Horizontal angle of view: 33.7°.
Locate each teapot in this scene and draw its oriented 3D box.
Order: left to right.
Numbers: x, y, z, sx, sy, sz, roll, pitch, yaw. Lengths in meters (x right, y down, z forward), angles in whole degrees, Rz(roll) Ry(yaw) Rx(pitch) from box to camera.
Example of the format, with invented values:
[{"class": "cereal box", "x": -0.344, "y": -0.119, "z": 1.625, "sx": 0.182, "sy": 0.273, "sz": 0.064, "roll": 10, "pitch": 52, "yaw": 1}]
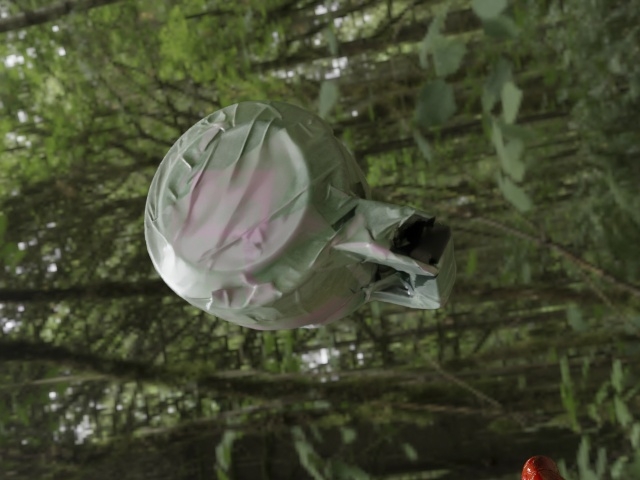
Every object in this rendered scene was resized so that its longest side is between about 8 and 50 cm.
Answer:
[{"class": "teapot", "x": -0.004, "y": -0.013, "z": 0.819, "sx": 0.178, "sy": 0.221, "sz": 0.163, "roll": 41, "pitch": -142, "yaw": -63}]

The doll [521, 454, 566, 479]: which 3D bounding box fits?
[{"class": "doll", "x": 0.223, "y": 0.229, "z": 0.545, "sx": 0.384, "sy": 0.188, "sz": 0.099, "roll": -93, "pitch": -9, "yaw": -66}]
